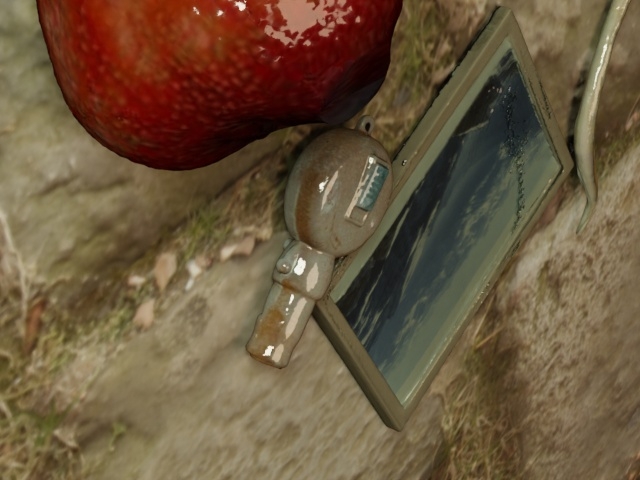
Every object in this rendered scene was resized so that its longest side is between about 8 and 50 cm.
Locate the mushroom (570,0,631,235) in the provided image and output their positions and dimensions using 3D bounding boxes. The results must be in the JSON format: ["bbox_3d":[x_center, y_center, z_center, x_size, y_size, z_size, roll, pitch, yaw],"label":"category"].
[{"bbox_3d":[0.289,-0.145,1.631,0.068,0.043,0.306,4,108,-28],"label":"mushroom"}]

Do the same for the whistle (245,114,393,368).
[{"bbox_3d":[0.000,0.000,1.304,0.107,0.057,0.220,26,89,-56],"label":"whistle"}]

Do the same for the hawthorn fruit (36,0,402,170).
[{"bbox_3d":[-0.080,-0.173,0.976,0.266,0.230,0.210,55,47,-22],"label":"hawthorn fruit"}]

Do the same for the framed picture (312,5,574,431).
[{"bbox_3d":[0.119,-0.016,1.485,0.335,0.022,0.247,-55,144,-18],"label":"framed picture"}]
